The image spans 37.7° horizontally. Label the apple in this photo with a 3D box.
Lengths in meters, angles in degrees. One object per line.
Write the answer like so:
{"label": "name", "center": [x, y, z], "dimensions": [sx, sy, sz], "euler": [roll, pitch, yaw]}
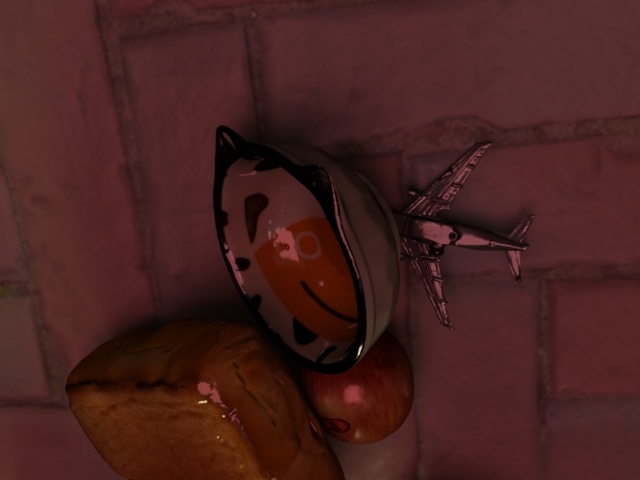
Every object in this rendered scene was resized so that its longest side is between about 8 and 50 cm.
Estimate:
{"label": "apple", "center": [0.047, 0.175, 1.137], "dimensions": [0.146, 0.146, 0.131], "euler": [-13, 114, 12]}

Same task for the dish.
{"label": "dish", "center": [0.000, 0.000, 1.055], "dimensions": [0.303, 0.120, 0.303], "euler": [35, 138, 39]}

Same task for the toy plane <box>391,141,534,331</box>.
{"label": "toy plane", "center": [0.138, -0.011, 1.100], "dimensions": [0.226, 0.058, 0.226], "euler": [11, 96, 3]}

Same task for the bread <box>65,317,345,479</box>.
{"label": "bread", "center": [-0.123, 0.248, 1.143], "dimensions": [0.337, 0.148, 0.328], "euler": [-14, 114, 47]}
